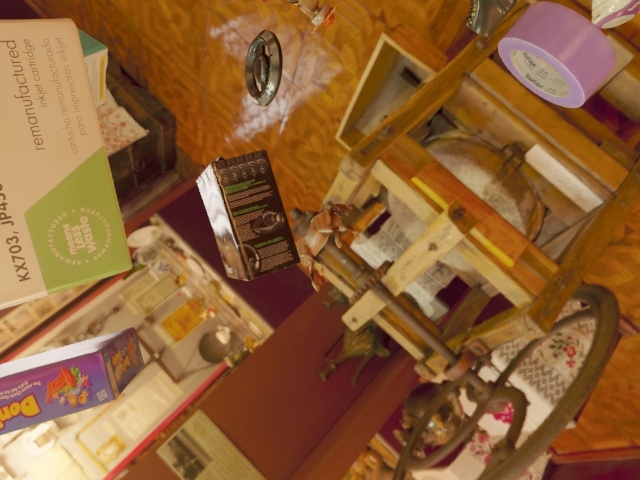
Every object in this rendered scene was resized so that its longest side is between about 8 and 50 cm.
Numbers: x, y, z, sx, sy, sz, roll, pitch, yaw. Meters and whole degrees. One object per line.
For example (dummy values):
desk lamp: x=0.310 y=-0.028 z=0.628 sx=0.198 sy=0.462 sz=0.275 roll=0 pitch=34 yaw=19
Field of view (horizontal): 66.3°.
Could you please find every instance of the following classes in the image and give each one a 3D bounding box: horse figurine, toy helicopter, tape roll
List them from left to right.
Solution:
toy helicopter: x=-0.038 y=-0.623 z=1.269 sx=0.235 sy=0.355 sz=0.140 roll=38 pitch=106 yaw=5
horse figurine: x=0.000 y=0.000 z=1.268 sx=0.066 sy=0.263 sz=0.174 roll=21 pitch=-158 yaw=-41
tape roll: x=0.422 y=-0.331 z=0.885 sx=0.189 sy=0.080 sz=0.189 roll=40 pitch=-172 yaw=-7

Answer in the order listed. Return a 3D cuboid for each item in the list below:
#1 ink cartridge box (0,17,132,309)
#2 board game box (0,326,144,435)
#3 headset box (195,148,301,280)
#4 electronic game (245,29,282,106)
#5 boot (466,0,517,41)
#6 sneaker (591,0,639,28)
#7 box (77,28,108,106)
ink cartridge box: x=-0.339 y=-0.031 z=0.331 sx=0.119 sy=0.354 sz=0.207 roll=18 pitch=121 yaw=50
board game box: x=-0.486 y=0.240 z=0.783 sx=0.233 sy=0.347 sz=0.078 roll=170 pitch=85 yaw=-81
headset box: x=-0.180 y=-0.062 z=1.155 sx=0.246 sy=0.131 sz=0.283 roll=-3 pitch=104 yaw=69
electronic game: x=-0.180 y=-0.541 z=1.547 sx=0.229 sy=0.048 sz=0.229 roll=12 pitch=104 yaw=57
boot: x=0.361 y=-0.578 z=1.163 sx=0.198 sy=0.077 sz=0.137 roll=31 pitch=127 yaw=-1
sneaker: x=0.621 y=-0.538 z=0.949 sx=0.305 sy=0.114 sz=0.152 roll=172 pitch=89 yaw=-85
box: x=-0.396 y=-0.195 z=0.654 sx=0.060 sy=0.244 sz=0.100 roll=32 pitch=134 yaw=4
